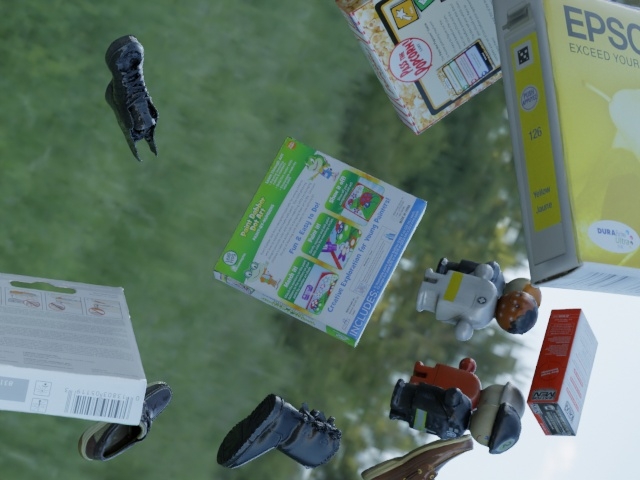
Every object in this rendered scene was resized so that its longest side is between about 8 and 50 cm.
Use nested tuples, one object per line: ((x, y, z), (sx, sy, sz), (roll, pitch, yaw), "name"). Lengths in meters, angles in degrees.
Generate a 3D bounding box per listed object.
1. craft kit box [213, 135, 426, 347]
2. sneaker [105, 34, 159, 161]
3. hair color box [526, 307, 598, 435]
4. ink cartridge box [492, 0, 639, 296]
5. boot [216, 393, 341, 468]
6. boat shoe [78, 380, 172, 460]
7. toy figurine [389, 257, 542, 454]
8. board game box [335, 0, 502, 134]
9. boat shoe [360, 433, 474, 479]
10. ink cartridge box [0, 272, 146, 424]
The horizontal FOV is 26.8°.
((0.000, 0.000, 2.064), (0.250, 0.246, 0.061), (-61, 174, -16), "craft kit box")
((-0.233, -0.178, 1.694), (0.051, 0.089, 0.170), (-25, 159, -24), "sneaker")
((0.292, 0.157, 1.612), (0.043, 0.072, 0.141), (-5, -135, 31), "hair color box")
((0.270, -0.104, 1.066), (0.072, 0.303, 0.307), (-22, -112, 51), "ink cartridge box")
((-0.044, 0.227, 1.492), (0.121, 0.099, 0.045), (-47, -151, 24), "boot")
((-0.241, 0.238, 1.726), (0.152, 0.049, 0.056), (-40, 131, -34), "boat shoe")
((0.181, 0.129, 1.555), (0.213, 0.148, 0.210), (-6, 111, -77), "toy figurine")
((0.131, -0.212, 1.246), (0.193, 0.147, 0.045), (-34, -148, -4), "board game box")
((0.148, 0.332, 1.955), (0.178, 0.060, 0.064), (-26, 169, 16), "boat shoe")
((-0.276, 0.101, 1.333), (0.225, 0.181, 0.056), (-126, -132, -65), "ink cartridge box")
